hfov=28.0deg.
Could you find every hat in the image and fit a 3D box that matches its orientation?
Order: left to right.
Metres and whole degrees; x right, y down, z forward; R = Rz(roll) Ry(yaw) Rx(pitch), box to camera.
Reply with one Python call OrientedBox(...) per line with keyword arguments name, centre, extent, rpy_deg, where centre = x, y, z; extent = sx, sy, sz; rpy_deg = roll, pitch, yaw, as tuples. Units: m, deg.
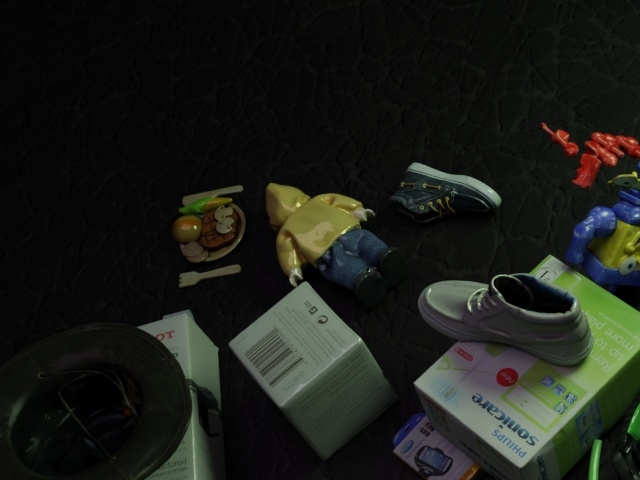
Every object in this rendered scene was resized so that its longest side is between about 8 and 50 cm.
OrientedBox(name="hat", centre=(-0.341, 0.278, 1.827), extent=(0.331, 0.134, 0.331), rpy_deg=(-1, 49, 1))

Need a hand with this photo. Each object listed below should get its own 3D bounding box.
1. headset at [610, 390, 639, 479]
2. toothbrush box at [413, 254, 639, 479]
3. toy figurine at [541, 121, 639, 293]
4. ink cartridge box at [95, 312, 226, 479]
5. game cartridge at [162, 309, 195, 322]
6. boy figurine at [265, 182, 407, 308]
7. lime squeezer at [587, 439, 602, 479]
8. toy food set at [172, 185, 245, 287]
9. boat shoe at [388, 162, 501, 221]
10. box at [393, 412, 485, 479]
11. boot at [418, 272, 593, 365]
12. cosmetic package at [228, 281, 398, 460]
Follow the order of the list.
OrientedBox(name="headset", centre=(0.460, 0.267, 1.587), extent=(0.243, 0.185, 0.394), rpy_deg=(-32, 27, 36))
OrientedBox(name="toothbrush box", centre=(0.306, 0.189, 1.778), extent=(0.283, 0.122, 0.206), rpy_deg=(-41, 51, -14))
OrientedBox(name="toy figurine", centre=(0.453, -0.019, 1.858), extent=(0.191, 0.362, 0.217), rpy_deg=(45, 122, 50))
OrientedBox(name="ink cartridge box", centre=(-0.272, 0.291, 1.958), extent=(0.223, 0.129, 0.307), rpy_deg=(-17, 52, 12))
OrientedBox(name="game cartridge", centre=(-0.232, 0.153, 2.111), extent=(0.056, 0.017, 0.083), rpy_deg=(-13, 53, 9))
OrientedBox(name="boy figurine", centre=(0.000, 0.000, 2.072), extent=(0.285, 0.092, 0.177), rpy_deg=(33, 75, 37))
OrientedBox(name="lime squeezer", centre=(0.384, 0.395, 1.634), extent=(0.110, 0.059, 0.310), rpy_deg=(-24, 55, -3))
OrientedBox(name="toy food set", centre=(-0.193, -0.019, 2.198), extent=(0.132, 0.038, 0.192), rpy_deg=(-13, 53, 14))
OrientedBox(name="boat shoe", centre=(0.197, -0.061, 2.053), extent=(0.183, 0.065, 0.083), rpy_deg=(19, 67, 39))
OrientedBox(name="box", centre=(0.168, 0.305, 1.830), extent=(0.081, 0.028, 0.136), rpy_deg=(-45, 50, -12))
OrientedBox(name="boot", centre=(0.240, 0.080, 1.726), extent=(0.258, 0.123, 0.095), rpy_deg=(13, 58, 29))
OrientedBox(name="cosmetic package", centre=(-0.008, 0.192, 1.881), extent=(0.151, 0.184, 0.151), rpy_deg=(-39, 51, -6))
